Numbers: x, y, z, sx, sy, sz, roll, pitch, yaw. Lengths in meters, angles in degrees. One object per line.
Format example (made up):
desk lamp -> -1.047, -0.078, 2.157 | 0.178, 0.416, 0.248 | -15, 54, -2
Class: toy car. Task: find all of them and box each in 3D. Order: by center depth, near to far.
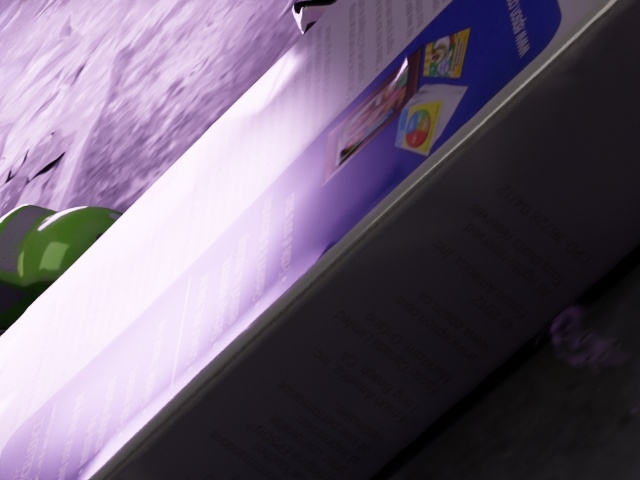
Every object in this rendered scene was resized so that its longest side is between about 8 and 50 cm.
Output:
toy car -> -0.168, 0.036, 0.926 | 0.225, 0.053, 0.239 | -34, 25, 42

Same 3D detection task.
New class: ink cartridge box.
ink cartridge box -> 0.000, 0.000, 0.585 | 0.371, 0.069, 0.175 | -41, 21, 21

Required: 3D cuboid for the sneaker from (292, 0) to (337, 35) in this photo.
sneaker -> 0.033, -0.110, 0.752 | 0.109, 0.044, 0.040 | -52, 16, -9
